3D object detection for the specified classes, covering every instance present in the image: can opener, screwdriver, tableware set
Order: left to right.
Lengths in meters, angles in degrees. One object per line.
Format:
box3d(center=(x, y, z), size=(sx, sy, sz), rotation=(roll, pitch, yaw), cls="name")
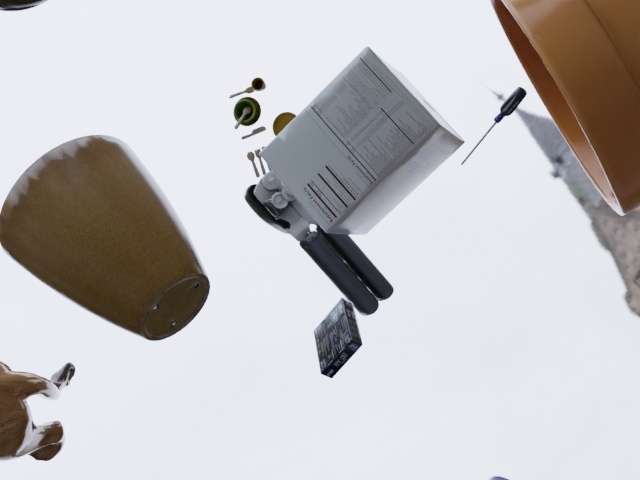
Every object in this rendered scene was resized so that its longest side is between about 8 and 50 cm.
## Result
box3d(center=(-0.085, -0.183, 1.336), size=(0.104, 0.154, 0.024), rotation=(-19, -5, 15), cls="tableware set")
box3d(center=(0.000, 0.000, 1.323), size=(0.074, 0.280, 0.093), rotation=(-44, 0, -23), cls="can opener")
box3d(center=(0.277, -0.184, 1.373), size=(0.025, 0.024, 0.170), rotation=(-4, -39, -49), cls="screwdriver")

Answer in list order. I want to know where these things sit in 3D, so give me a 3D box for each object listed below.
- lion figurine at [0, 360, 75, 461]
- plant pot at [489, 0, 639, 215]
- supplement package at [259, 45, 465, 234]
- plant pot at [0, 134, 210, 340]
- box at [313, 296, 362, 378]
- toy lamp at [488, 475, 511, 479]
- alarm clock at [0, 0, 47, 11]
box3d(center=(-0.352, 0.171, 0.659), size=(0.392, 0.142, 0.240), rotation=(-35, -10, -33), cls="lion figurine")
box3d(center=(0.332, -0.199, 0.880), size=(0.203, 0.291, 0.291), rotation=(-30, -43, 13), cls="plant pot")
box3d(center=(0.063, -0.129, 1.162), size=(0.203, 0.149, 0.194), rotation=(-43, -13, 14), cls="supplement package")
box3d(center=(-0.280, 0.016, 1.185), size=(0.237, 0.254, 0.237), rotation=(-37, -29, -25), cls="plant pot")
box3d(center=(0.021, 0.123, 1.063), size=(0.018, 0.083, 0.067), rotation=(27, -64, -24), cls="box")
box3d(center=(0.090, 0.323, 0.718), size=(0.275, 0.080, 0.080), rotation=(-42, -40, -25), cls="toy lamp")
box3d(center=(-0.234, -0.221, 0.600), size=(0.192, 0.064, 0.129), rotation=(-41, -22, -31), cls="alarm clock")
